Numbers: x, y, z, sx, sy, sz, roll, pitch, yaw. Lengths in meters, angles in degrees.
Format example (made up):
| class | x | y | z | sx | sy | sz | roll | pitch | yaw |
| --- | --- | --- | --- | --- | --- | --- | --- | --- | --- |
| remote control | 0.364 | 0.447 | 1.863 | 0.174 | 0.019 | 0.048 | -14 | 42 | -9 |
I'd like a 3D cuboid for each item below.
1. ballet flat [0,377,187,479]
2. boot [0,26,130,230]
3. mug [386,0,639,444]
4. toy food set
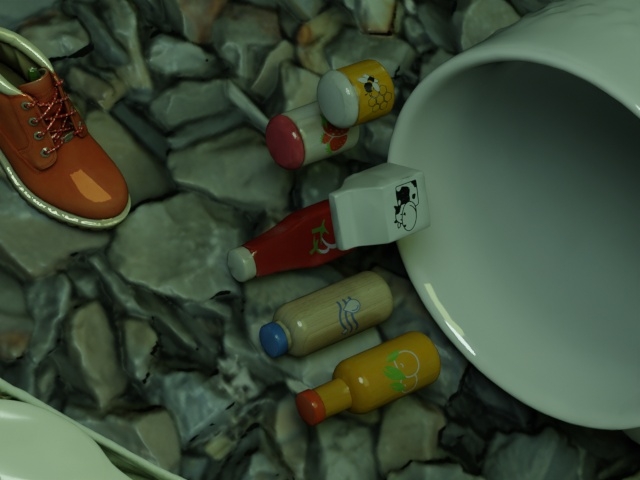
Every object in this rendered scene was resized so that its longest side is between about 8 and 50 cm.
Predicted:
| class | x | y | z | sx | sy | sz | roll | pitch | yaw |
| --- | --- | --- | --- | --- | --- | --- | --- | --- | --- |
| ballet flat | -0.110 | 0.186 | 0.937 | 0.400 | 0.139 | 0.139 | 32 | 62 | -14 |
| boot | -0.179 | -0.072 | 1.019 | 0.158 | 0.085 | 0.059 | 43 | 58 | -9 |
| mug | 0.265 | -0.020 | 1.139 | 0.328 | 0.276 | 0.374 | -32 | 119 | -38 |
| toy food set | 0.000 | 0.000 | 1.056 | 0.105 | 0.111 | 0.232 | -22 | 115 | -30 |
